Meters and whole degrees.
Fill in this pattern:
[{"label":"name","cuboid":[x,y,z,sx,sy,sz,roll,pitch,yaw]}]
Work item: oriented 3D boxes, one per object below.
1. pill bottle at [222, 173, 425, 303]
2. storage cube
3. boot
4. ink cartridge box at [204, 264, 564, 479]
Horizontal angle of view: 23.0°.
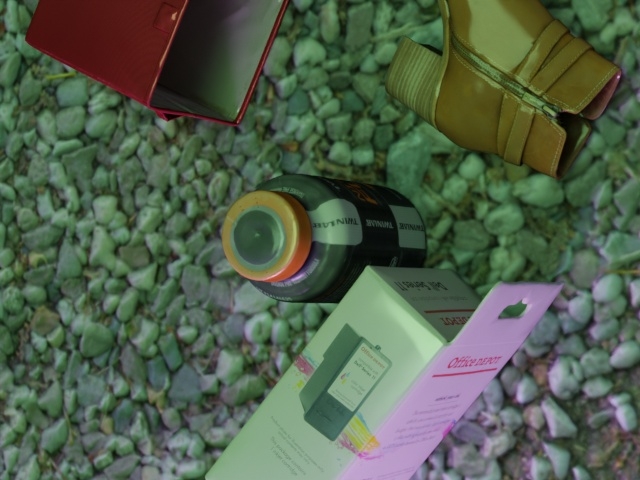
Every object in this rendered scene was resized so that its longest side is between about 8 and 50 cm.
[{"label":"pill bottle","cuboid":[0.000,0.000,1.598,0.130,0.246,0.130,-1,87,29]},{"label":"storage cube","cuboid":[-0.177,-0.255,1.744,0.193,0.184,0.215,29,102,28]},{"label":"boot","cuboid":[0.202,-0.218,1.572,0.220,0.109,0.283,31,105,28]},{"label":"ink cartridge box","cuboid":[0.068,0.139,1.576,0.119,0.207,0.353,44,107,22]}]
